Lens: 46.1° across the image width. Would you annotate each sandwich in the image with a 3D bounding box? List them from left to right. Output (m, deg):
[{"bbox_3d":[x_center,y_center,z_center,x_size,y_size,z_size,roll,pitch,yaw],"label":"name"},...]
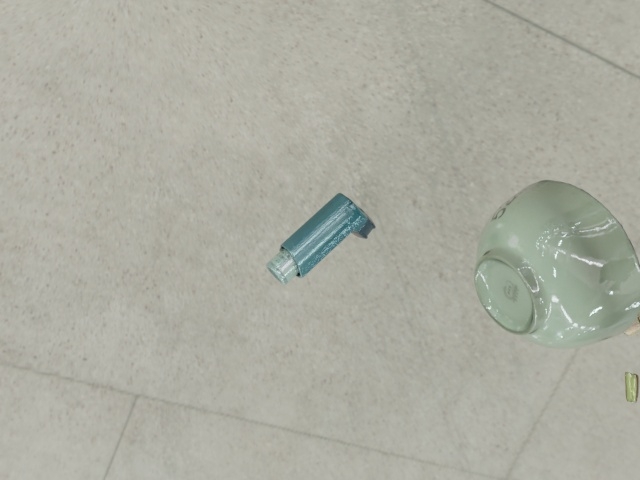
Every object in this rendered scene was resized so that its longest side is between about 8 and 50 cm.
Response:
[{"bbox_3d":[0.741,0.340,1.788,0.031,0.044,0.083,4,117,29],"label":"sandwich"}]

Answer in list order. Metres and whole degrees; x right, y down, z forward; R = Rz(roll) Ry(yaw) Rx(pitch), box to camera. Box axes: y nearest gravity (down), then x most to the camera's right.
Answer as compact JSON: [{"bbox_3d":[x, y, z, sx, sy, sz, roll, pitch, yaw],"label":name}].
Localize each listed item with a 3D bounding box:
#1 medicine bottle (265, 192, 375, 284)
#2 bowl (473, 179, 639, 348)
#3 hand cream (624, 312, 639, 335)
[{"bbox_3d":[0.000,0.000,1.646,0.258,0.079,0.124,-41,141,-13],"label":"medicine bottle"},{"bbox_3d":[0.432,0.073,1.496,0.185,0.354,0.353,-23,116,-24],"label":"bowl"},{"bbox_3d":[0.890,0.200,2.003,0.084,0.084,0.203,29,135,-23],"label":"hand cream"}]
